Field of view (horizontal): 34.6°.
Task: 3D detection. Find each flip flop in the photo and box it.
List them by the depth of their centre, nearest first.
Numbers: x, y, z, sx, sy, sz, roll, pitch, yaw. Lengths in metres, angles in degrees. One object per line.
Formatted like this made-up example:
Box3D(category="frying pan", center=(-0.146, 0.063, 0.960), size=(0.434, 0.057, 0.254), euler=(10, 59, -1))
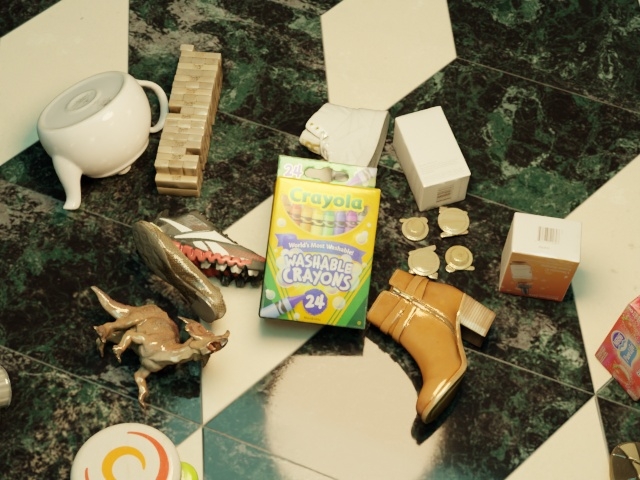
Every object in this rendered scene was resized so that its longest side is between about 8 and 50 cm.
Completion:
Box3D(category="flip flop", center=(0.545, 0.484, 1.805), size=(0.112, 0.080, 0.277), euler=(6, 47, 9))

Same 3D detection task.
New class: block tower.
Box3D(category="block tower", center=(-0.278, -0.261, 2.208), size=(0.097, 0.091, 0.336), euler=(4, 62, 2))

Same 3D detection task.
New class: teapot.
Box3D(category="teapot", center=(-0.447, -0.222, 2.144), size=(0.256, 0.187, 0.252), euler=(-24, 35, 7))

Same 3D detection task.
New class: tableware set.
Box3D(category="tableware set", center=(0.240, 0.004, 2.096), size=(0.141, 0.020, 0.169), euler=(-4, 60, -3))

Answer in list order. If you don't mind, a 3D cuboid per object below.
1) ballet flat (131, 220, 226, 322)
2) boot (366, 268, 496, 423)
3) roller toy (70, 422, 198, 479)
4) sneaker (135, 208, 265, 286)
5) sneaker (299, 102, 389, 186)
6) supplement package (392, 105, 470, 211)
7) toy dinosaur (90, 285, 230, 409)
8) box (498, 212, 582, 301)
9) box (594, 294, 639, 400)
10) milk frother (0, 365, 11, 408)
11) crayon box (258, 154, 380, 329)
Box3D(category="ballet flat", center=(-0.268, 0.054, 1.977), size=(0.250, 0.084, 0.058), euler=(45, 49, 10))
Box3D(category="boot", center=(0.182, 0.189, 1.944), size=(0.220, 0.109, 0.283), euler=(26, 63, 13))
Box3D(category="roller toy", center=(-0.337, 0.431, 1.802), size=(0.209, 0.146, 0.191), euler=(37, 58, 23))
Box3D(category="sneaker", center=(-0.224, 0.007, 2.056), size=(0.276, 0.098, 0.135), euler=(13, 65, 9))
Box3D(category="sneaker", center=(0.029, -0.167, 2.152), size=(0.169, 0.108, 0.293), euler=(12, 54, 11))
Box3D(category="supplement package", center=(0.229, -0.170, 2.142), size=(0.105, 0.105, 0.179), euler=(-16, 63, -7))
Box3D(category="toy dinosaur", center=(-0.311, 0.178, 1.960), size=(0.200, 0.127, 0.295), euler=(-32, 53, -23))
Box3D(category="box", center=(0.423, 0.034, 1.990), size=(0.130, 0.170, 0.091), euler=(8, 61, 5))
Box3D(category="box", center=(0.609, 0.173, 1.863), size=(0.128, 0.257, 0.123), euler=(-33, 67, -16))
Box3D(category="milk frother", center=(-0.671, 0.294, 1.916), size=(0.134, 0.129, 0.143), euler=(-7, 22, -42))
Box3D(category="crayon box", center=(0.000, 0.000, 1.983), size=(0.203, 0.083, 0.323), euler=(7, 85, -5))
